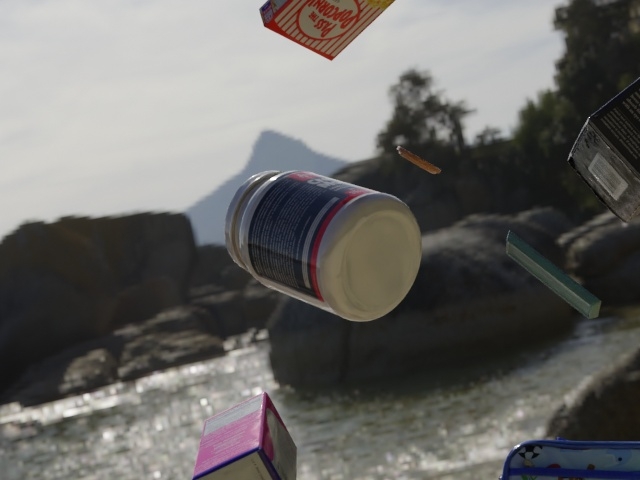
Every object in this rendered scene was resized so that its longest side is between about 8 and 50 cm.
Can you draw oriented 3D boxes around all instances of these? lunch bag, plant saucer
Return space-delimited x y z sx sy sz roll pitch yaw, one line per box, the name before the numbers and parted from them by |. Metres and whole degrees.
lunch bag | 0.380 0.381 1.618 0.303 0.243 0.115 -1 -29 21
plant saucer | 0.378 0.059 1.969 0.018 0.192 0.067 -43 -24 -13
plant saucer | 0.165 -0.134 2.027 0.083 0.013 0.083 29 5 -3

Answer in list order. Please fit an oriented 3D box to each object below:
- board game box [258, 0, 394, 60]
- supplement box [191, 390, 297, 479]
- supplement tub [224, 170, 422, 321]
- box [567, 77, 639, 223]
board game box | 0.025 -0.372 1.817 0.147 0.045 0.193 19 -48 -40
supplement box | -0.105 0.323 1.732 0.114 0.111 0.220 -26 12 7
supplement tub | 0.000 0.000 1.802 0.191 0.191 0.272 -11 20 -39
box | 0.399 -0.135 1.350 0.207 0.108 0.153 -38 -12 -7
